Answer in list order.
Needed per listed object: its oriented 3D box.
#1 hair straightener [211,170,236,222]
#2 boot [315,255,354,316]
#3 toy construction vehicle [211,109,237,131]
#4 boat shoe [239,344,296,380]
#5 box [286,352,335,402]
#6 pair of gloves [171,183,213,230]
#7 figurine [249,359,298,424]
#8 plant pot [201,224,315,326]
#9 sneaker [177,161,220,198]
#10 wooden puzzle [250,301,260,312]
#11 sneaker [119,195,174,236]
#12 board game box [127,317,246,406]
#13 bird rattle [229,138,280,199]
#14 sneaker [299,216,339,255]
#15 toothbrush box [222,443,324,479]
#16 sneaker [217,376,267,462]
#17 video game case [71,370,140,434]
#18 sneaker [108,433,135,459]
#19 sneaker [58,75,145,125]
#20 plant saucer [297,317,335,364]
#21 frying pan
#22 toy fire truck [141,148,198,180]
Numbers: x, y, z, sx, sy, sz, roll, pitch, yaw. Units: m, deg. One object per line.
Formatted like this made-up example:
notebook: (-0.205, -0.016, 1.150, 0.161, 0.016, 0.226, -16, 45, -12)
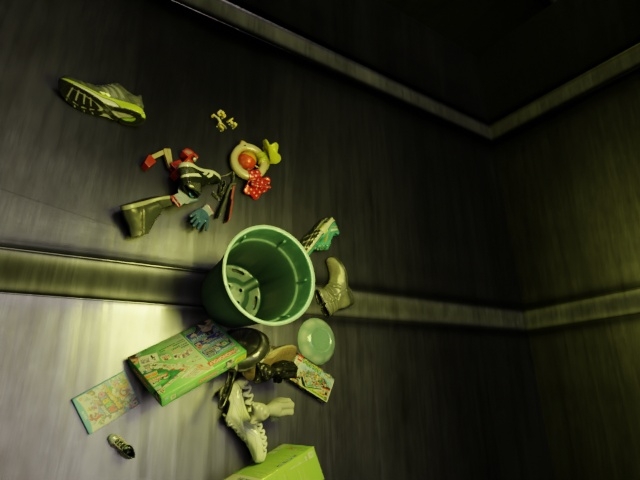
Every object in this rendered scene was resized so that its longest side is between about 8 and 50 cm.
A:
hair straightener: (-0.387, -0.187, 1.934, 0.089, 0.047, 0.231, 24, 60, -29)
boot: (0.044, 0.198, 2.109, 0.161, 0.083, 0.247, -17, 82, -35)
toy construction vehicle: (-0.408, -0.510, 2.048, 0.098, 0.035, 0.086, 50, 50, -12)
boat shoe: (-0.202, 0.440, 1.811, 0.285, 0.092, 0.103, -11, 119, -52)
box: (-0.042, 0.552, 1.933, 0.207, 0.036, 0.114, 38, 54, -21)
pair of gloves: (-0.480, -0.127, 1.821, 0.198, 0.023, 0.159, 56, 26, -16)
figurine: (-0.174, 0.528, 1.675, 0.209, 0.092, 0.215, 26, 66, -60)
plant pot: (-0.252, 0.159, 1.713, 0.340, 0.334, 0.342, 13, 66, -31)
sneaker: (-0.462, -0.213, 1.841, 0.216, 0.079, 0.121, 15, 65, -61)
wooden puzzle: (-0.226, 0.283, 1.906, 0.116, 0.014, 0.079, 12, 66, -34)
sneaker: (-0.607, -0.091, 1.722, 0.222, 0.083, 0.118, -26, 112, -50)
board game box: (-0.436, 0.390, 1.591, 0.317, 0.046, 0.213, -22, 43, -40)
bird rattle: (-0.290, -0.313, 2.042, 0.206, 0.143, 0.254, 28, 71, -14)
sneaker: (0.000, 0.000, 2.136, 0.275, 0.107, 0.110, -45, 112, -39)
toothbrush box: (-0.165, 0.812, 1.627, 0.283, 0.206, 0.122, -13, 82, -41)
sneaker: (-0.274, 0.637, 1.685, 0.118, 0.110, 0.292, -13, 73, -32)
video game case: (-0.659, 0.498, 1.486, 0.166, 0.015, 0.119, -27, 91, -41)
sneaker: (-0.594, 0.622, 1.454, 0.098, 0.069, 0.038, 48, 51, -13)
sneaker: (-0.779, -0.516, 1.730, 0.299, 0.111, 0.122, 19, 52, -38)
plant saucer: (-0.006, 0.418, 2.012, 0.194, 0.037, 0.195, 15, 64, -34)
frying pan: (-0.313, 0.416, 1.682, 0.326, 0.197, 0.053, -44, 139, -41)
toy fire truck: (-0.572, -0.303, 1.834, 0.135, 0.047, 0.192, 45, 52, -17)
